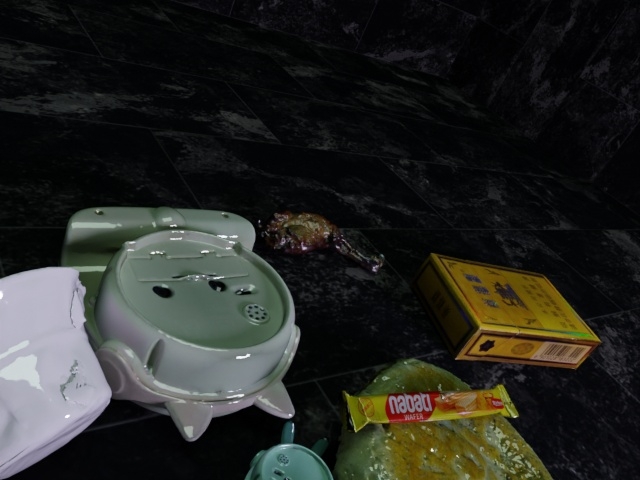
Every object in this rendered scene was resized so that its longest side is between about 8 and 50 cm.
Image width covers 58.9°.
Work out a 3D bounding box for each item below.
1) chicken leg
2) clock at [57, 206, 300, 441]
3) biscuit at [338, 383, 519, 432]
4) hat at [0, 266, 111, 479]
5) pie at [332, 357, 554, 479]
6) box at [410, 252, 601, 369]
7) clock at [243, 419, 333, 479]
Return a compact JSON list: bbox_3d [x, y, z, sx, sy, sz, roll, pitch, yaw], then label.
[{"bbox_3d":[0.000,0.000,1.020,0.253,0.051,0.106,14,37,-24],"label":"chicken leg"},{"bbox_3d":[-0.151,0.087,0.690,0.265,0.108,0.324,0,38,-40],"label":"clock"},{"bbox_3d":[0.139,0.202,0.689,0.292,0.026,0.048,8,55,-35],"label":"biscuit"},{"bbox_3d":[-0.268,0.127,0.495,0.126,0.203,0.203,55,35,9],"label":"hat"},{"bbox_3d":[0.162,0.278,0.687,0.323,0.070,0.323,22,29,-13],"label":"pie"},{"bbox_3d":[0.339,0.133,1.047,0.301,0.084,0.193,11,33,-27],"label":"box"},{"bbox_3d":[-0.031,0.254,0.588,0.101,0.041,0.135,25,29,-4],"label":"clock"}]
